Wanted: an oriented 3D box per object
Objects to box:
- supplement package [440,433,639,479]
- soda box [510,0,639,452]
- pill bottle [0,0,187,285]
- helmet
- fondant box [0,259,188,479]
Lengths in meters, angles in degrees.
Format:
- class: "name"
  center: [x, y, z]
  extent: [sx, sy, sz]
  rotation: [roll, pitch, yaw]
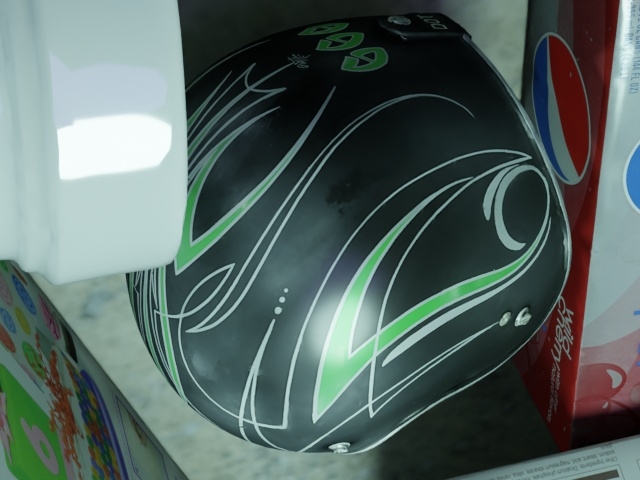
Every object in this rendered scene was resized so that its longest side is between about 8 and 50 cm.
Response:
- class: "supplement package"
  center: [0.146, 0.206, 0.865]
  extent: [0.204, 0.145, 0.262]
  rotation: [-12, 156, -9]
- class: "soda box"
  center: [0.141, -0.027, 0.768]
  extent: [0.083, 0.092, 0.263]
  rotation: [-11, 130, -12]
- class: "pill bottle"
  center: [-0.235, -0.053, 0.539]
  extent: [0.363, 0.210, 0.210]
  rotation: [-7, 130, -13]
- class: "helmet"
  center: [0.000, 0.000, 0.697]
  extent: [0.161, 0.169, 0.169]
  rotation: [-30, 133, -15]
- class: "fondant box"
  center: [-0.118, 0.147, 0.724]
  extent: [0.096, 0.238, 0.330]
  rotation: [-26, 131, 4]
